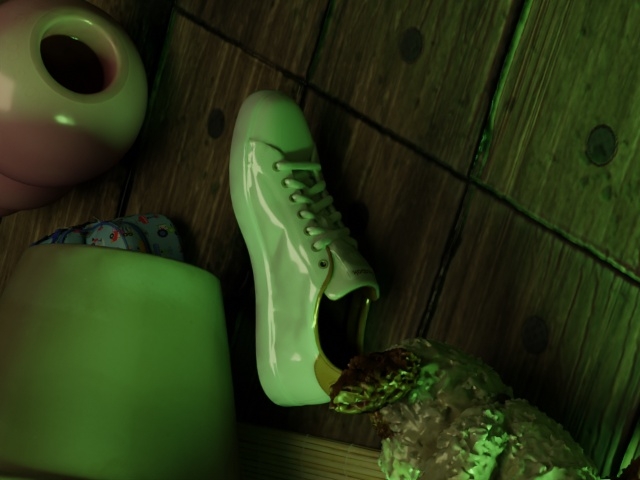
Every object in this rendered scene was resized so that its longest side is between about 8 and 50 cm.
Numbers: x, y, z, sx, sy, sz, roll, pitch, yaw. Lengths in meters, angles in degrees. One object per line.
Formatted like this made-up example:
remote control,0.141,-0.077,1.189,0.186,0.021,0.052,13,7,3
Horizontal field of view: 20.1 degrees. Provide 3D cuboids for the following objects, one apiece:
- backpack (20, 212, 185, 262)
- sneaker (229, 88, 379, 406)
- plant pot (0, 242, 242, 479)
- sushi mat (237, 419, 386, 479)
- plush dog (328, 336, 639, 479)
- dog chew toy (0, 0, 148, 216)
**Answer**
backpack,-0.217,0.049,1.872,0.173,0.117,0.158,-18,74,46
sneaker,0.000,0.000,1.629,0.123,0.106,0.290,-11,87,41
plant pot,-0.208,0.158,1.686,0.323,0.323,0.280,-7,72,51
sushi mat,-0.020,0.256,1.688,0.316,0.019,0.151,4,91,51
plush dog,0.118,0.165,1.394,0.210,0.262,0.225,-41,60,1
dog chew toy,-0.322,-0.127,1.961,0.332,0.206,0.207,-38,59,53
